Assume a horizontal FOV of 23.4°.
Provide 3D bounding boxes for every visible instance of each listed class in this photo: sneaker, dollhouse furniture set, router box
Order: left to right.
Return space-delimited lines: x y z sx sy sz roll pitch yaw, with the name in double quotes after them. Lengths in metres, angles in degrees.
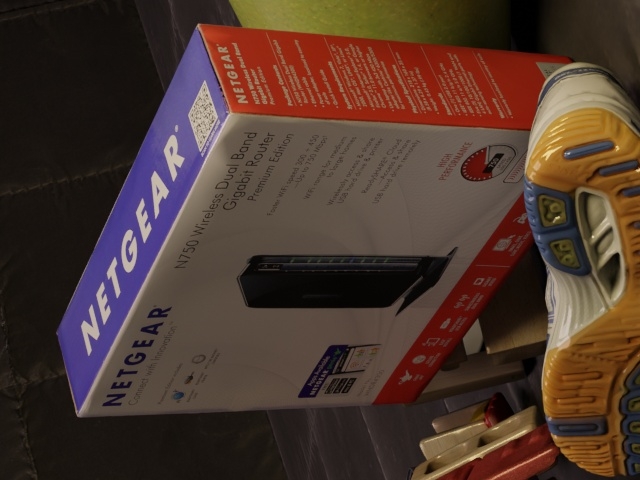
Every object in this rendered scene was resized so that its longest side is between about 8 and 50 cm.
0.000 0.000 1.128 0.335 0.301 0.082 -59 41 43 "router box"
0.122 0.060 1.363 0.151 0.144 0.123 61 -164 -72 "dollhouse furniture set"
0.182 0.241 1.259 0.201 0.152 0.374 61 -167 0 "dollhouse furniture set"
0.197 0.021 1.026 0.131 0.112 0.296 -80 -16 -55 "sneaker"

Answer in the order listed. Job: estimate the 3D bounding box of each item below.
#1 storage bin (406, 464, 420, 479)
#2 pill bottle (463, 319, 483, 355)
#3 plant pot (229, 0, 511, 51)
0.147 0.316 1.658 0.180 0.084 0.122 94 159 -58 "storage bin"
0.089 0.094 1.559 0.221 0.121 0.121 142 114 -79 "pill bottle"
0.036 -0.205 1.141 0.276 0.276 0.254 -115 5 -45 "plant pot"
